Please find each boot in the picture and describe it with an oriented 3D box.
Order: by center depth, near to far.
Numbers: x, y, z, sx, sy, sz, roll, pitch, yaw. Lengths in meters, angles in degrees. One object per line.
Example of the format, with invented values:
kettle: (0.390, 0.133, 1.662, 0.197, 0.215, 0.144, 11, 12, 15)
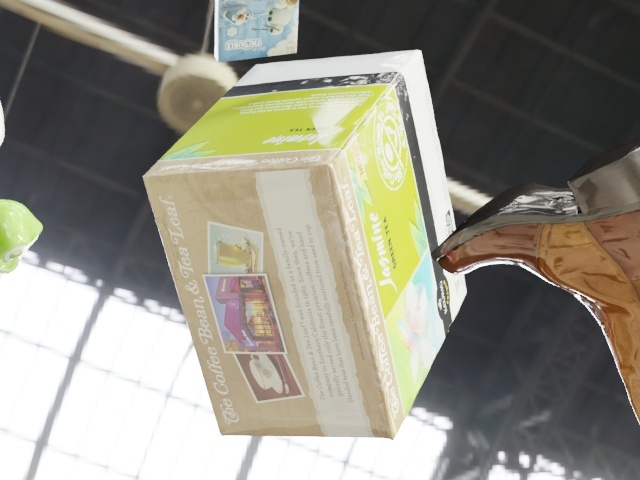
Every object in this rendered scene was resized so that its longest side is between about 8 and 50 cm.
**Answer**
boot: (0.258, 0.071, 1.278, 0.264, 0.096, 0.280, -24, -80, 36)

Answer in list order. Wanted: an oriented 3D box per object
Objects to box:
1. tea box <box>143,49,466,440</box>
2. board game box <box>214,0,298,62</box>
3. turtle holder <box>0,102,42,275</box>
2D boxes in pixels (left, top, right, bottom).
tea box: (0.000, 0.000, 1.575, 0.220, 0.323, 0.329, -2, -62, 24)
board game box: (-0.068, -0.238, 1.501, 0.090, 0.020, 0.090, -10, -52, -18)
turtle holder: (-0.382, -0.062, 1.196, 0.227, 0.243, 0.320, -26, -70, 9)
